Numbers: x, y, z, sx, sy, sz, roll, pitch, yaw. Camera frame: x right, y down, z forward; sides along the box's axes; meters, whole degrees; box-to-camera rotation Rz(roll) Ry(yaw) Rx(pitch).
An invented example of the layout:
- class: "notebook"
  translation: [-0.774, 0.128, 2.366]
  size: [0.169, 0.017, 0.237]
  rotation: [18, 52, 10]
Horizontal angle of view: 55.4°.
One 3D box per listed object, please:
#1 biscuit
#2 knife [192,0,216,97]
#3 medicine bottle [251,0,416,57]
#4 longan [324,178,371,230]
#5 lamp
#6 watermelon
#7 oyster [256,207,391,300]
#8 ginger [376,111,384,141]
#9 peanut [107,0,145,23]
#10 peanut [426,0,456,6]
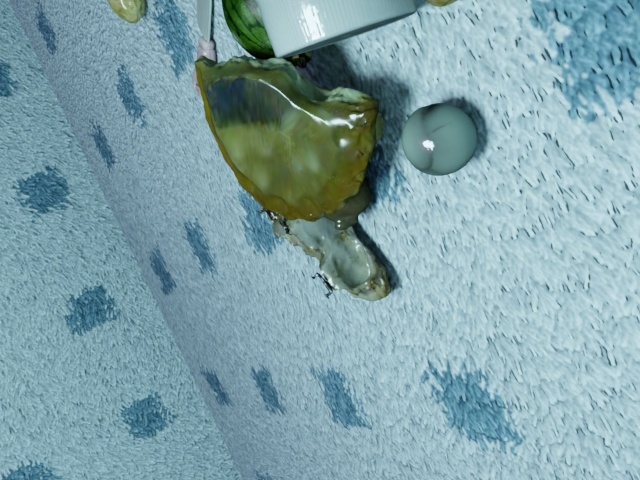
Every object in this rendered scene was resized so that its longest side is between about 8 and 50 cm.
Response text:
- class: "biscuit"
  translation: [-0.054, -0.178, 0.970]
  size: [0.335, 0.078, 0.329]
  rotation: [-16, 113, 42]
- class: "knife"
  translation: [-0.250, -0.471, 1.333]
  size: [0.081, 0.043, 0.336]
  rotation: [48, 141, 36]
- class: "medicine bottle"
  translation: [-0.011, -0.415, 0.786]
  size: [0.245, 0.245, 0.306]
  rotation: [5, 118, 56]
- class: "longan"
  translation: [0.040, -0.079, 1.106]
  size: [0.106, 0.106, 0.119]
  rotation: [-15, 82, 59]
- class: "lamp"
  translation: [0.167, -0.143, 0.862]
  size: [0.105, 0.105, 0.105]
  rotation: [37, 141, 38]
- class: "watermelon"
  translation: [-0.094, -0.377, 0.998]
  size: [0.204, 0.127, 0.232]
  rotation: [-44, -62, -84]
- class: "oyster"
  translation: [0.000, -0.003, 1.177]
  size: [0.337, 0.133, 0.198]
  rotation: [46, 180, 17]
- class: "ginger"
  translation: [-0.034, -0.197, 1.090]
  size: [0.354, 0.190, 0.126]
  rotation: [5, 145, 44]
- class: "peanut"
  translation: [-0.478, -0.641, 1.481]
  size: [0.229, 0.098, 0.103]
  rotation: [102, 159, -51]
- class: "peanut"
  translation: [0.182, -0.332, 0.720]
  size: [0.193, 0.089, 0.089]
  rotation: [8, 120, 60]
